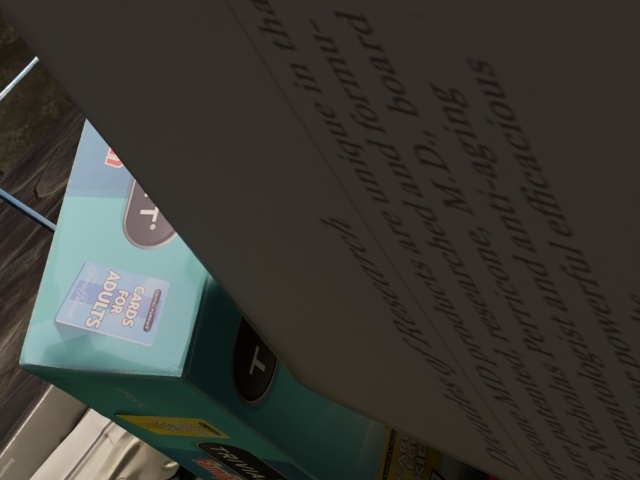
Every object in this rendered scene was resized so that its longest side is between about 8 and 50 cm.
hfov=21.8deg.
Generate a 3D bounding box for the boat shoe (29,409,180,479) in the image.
[{"bbox_3d":[-0.142,0.160,1.324,0.267,0.088,0.096,-47,-10,14],"label":"boat shoe"}]

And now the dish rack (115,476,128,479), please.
[{"bbox_3d":[-0.136,0.282,1.022,0.208,0.074,0.271,-57,17,1],"label":"dish rack"}]

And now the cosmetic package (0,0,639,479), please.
[{"bbox_3d":[0.151,-0.105,0.491,0.393,0.327,0.329,20,66,41],"label":"cosmetic package"}]

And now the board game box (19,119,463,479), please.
[{"bbox_3d":[0.000,0.000,0.813,0.079,0.336,0.254,3,68,23],"label":"board game box"}]

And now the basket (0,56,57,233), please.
[{"bbox_3d":[-0.167,-0.085,1.594,0.255,0.289,0.201,-50,16,-11],"label":"basket"}]

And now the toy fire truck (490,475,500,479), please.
[{"bbox_3d":[0.149,0.108,0.597,0.192,0.047,0.135,-16,53,30],"label":"toy fire truck"}]

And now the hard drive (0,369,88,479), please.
[{"bbox_3d":[-0.301,0.179,1.761,0.172,0.054,0.255,-21,31,58],"label":"hard drive"}]
